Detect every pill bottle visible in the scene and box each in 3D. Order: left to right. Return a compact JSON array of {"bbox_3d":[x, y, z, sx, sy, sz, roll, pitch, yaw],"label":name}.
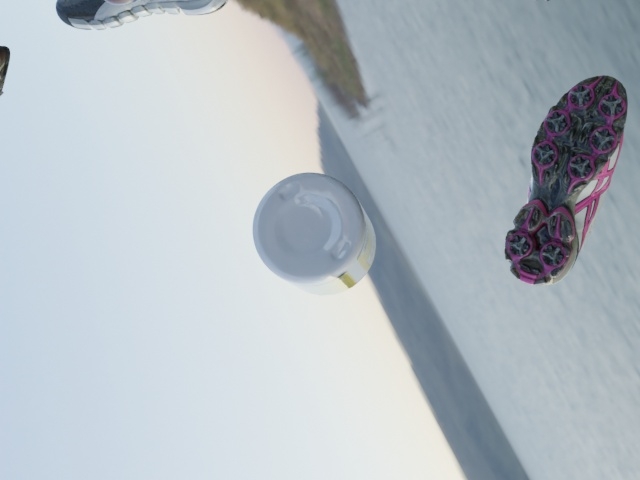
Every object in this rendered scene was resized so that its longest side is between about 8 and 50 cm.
[{"bbox_3d":[0.000,0.000,1.162,0.119,0.119,0.208,62,-177,11],"label":"pill bottle"}]

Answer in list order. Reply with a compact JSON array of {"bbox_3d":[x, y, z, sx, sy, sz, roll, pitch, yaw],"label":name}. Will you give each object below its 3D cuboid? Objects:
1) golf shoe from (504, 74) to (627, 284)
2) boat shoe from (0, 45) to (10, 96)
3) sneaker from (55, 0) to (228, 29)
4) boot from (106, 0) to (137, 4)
[{"bbox_3d":[0.213,-0.051,0.893,0.067,0.186,0.086,25,-171,24],"label":"golf shoe"},{"bbox_3d":[-0.491,-0.223,1.533,0.056,0.152,0.049,47,-142,14],"label":"boat shoe"},{"bbox_3d":[-0.234,-0.344,1.298,0.132,0.229,0.086,77,-173,-52],"label":"sneaker"},{"bbox_3d":[-0.330,-0.260,0.919,0.264,0.280,0.096,52,155,-8],"label":"boot"}]
